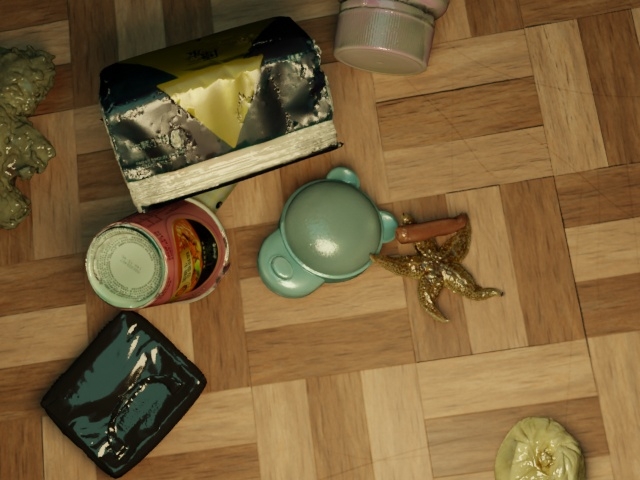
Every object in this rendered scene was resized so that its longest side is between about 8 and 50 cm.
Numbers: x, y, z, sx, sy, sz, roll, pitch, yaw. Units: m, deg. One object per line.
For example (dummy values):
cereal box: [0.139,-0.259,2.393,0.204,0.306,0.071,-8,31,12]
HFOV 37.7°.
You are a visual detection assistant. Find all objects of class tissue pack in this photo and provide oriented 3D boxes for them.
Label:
tissue pack: [-0.194,-0.250,1.795,0.416,0.253,0.264,-17,29,-6]

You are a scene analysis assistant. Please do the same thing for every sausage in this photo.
sausage: [0.220,-0.024,1.834,0.157,0.036,0.042,-14,79,-20]

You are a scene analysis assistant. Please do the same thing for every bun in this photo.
bun: [0.402,0.418,1.712,0.164,0.111,0.188,21,83,16]

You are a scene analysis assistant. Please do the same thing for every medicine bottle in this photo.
medicine bottle: [0.146,-0.509,1.915,0.241,0.241,0.302,10,87,11]

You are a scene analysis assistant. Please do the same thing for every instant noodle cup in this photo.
instant noodle cup: [-0.327,0.035,1.812,0.243,0.255,0.244,2,98,12]

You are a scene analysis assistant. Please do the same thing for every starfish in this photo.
starfish: [0.232,0.043,1.850,0.277,0.062,0.236,15,73,-1]

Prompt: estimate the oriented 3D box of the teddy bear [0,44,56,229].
teddy bear: [-0.702,-0.257,2.023,0.357,0.224,0.368,31,67,16]

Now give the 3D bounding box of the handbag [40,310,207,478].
handbag: [-0.391,0.305,1.871,0.244,0.088,0.275,40,81,13]

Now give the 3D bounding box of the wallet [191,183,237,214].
wallet: [-0.236,-0.206,1.981,0.223,0.077,0.310,33,81,11]

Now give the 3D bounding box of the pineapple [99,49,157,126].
pineapple: [-0.377,-0.304,1.998,0.224,0.076,0.225,-21,50,28]

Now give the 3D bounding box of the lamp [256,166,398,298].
lamp: [0.001,-0.003,1.857,0.284,0.147,0.209,-40,81,-1]
